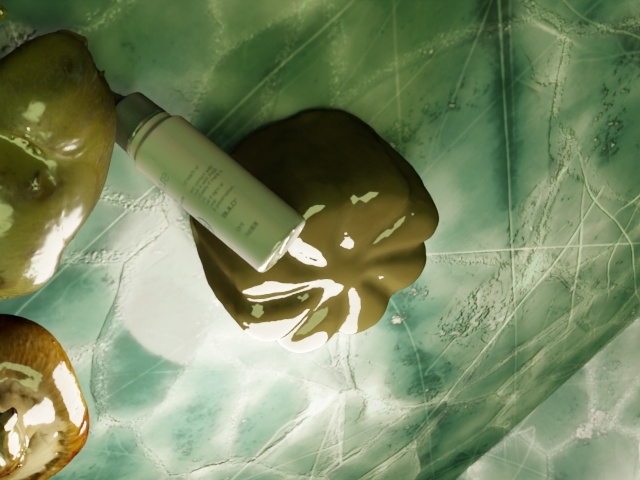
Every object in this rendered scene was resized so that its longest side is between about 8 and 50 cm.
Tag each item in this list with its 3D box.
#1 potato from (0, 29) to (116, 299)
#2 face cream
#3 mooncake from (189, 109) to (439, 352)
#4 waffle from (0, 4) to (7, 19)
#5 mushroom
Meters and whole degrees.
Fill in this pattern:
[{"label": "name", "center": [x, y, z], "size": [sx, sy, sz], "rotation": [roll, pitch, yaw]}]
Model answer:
[{"label": "potato", "center": [-0.355, -0.080, 0.781], "size": [0.351, 0.202, 0.218], "rotation": [-54, 143, 10]}, {"label": "face cream", "center": [-0.163, -0.090, 0.851], "size": [0.092, 0.311, 0.092], "rotation": [-50, 176, -5]}, {"label": "mooncake", "center": [0.000, 0.000, 1.059], "size": [0.378, 0.201, 0.379], "rotation": [-16, 134, -17]}, {"label": "waffle", "center": [-0.424, -0.249, 0.668], "size": [0.197, 0.070, 0.193], "rotation": [-20, 118, -12]}, {"label": "mushroom", "center": [-0.493, 0.275, 0.963], "size": [0.345, 0.260, 0.346], "rotation": [-16, 133, -18]}]
